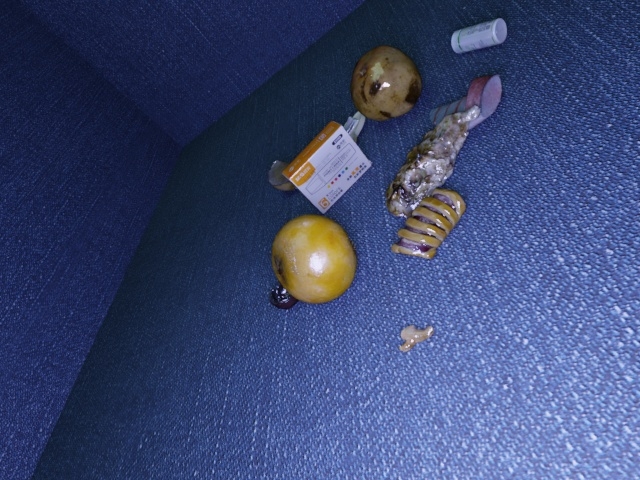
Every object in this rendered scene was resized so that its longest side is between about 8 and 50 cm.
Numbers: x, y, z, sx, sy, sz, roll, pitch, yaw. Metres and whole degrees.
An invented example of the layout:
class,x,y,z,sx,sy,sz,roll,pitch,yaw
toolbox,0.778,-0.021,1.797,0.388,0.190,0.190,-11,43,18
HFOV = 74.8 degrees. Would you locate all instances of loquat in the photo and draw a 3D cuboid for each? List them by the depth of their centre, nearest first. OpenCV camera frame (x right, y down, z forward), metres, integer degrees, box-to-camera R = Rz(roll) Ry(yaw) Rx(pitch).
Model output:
class,x,y,z,sx,sy,sz,roll,pitch,yaw
loquat,-0.020,0.054,1.221,0.263,0.263,0.263,-29,37,25

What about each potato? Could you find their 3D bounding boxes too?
class,x,y,z,sx,sy,sz,roll,pitch,yaw
potato,-0.132,-0.270,1.831,0.243,0.098,0.138,17,71,47

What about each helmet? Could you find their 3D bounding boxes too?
class,x,y,z,sx,sy,sz,roll,pitch,yaw
helmet,-0.103,0.173,1.357,0.123,0.070,0.098,-42,39,-6

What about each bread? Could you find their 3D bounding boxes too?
class,x,y,z,sx,sy,sz,roll,pitch,yaw
bread,0.291,-0.045,1.139,0.225,0.081,0.134,-51,35,-8

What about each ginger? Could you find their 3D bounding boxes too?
class,x,y,z,sx,sy,sz,roll,pitch,yaw
ginger,0.221,0.223,0.984,0.097,0.030,0.048,-38,62,17

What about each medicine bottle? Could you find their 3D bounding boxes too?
class,x,y,z,sx,sy,sz,roll,pitch,yaw
medicine bottle,0.587,-0.757,1.554,0.183,0.086,0.086,17,68,54

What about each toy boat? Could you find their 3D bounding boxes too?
class,x,y,z,sx,sy,sz,roll,pitch,yaw
toy boat,0.449,-0.429,1.382,0.282,0.096,0.206,5,70,61

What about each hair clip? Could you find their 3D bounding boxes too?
class,x,y,z,sx,sy,sz,roll,pitch,yaw
hair clip,0.114,-0.455,1.776,0.218,0.071,0.159,-48,36,7

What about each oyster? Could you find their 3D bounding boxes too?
class,x,y,z,sx,sy,sz,roll,pitch,yaw
oyster,0.317,-0.254,1.306,0.396,0.111,0.204,-54,28,2

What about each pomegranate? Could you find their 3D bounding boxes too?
class,x,y,z,sx,sy,sz,roll,pitch,yaw
pomegranate,0.252,-0.602,1.614,0.281,0.281,0.281,-29,37,25

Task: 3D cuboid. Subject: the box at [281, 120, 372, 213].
class,x,y,z,sx,sy,sz,roll,pitch,yaw
box,0.025,-0.264,1.540,0.274,0.220,0.091,-47,37,3
